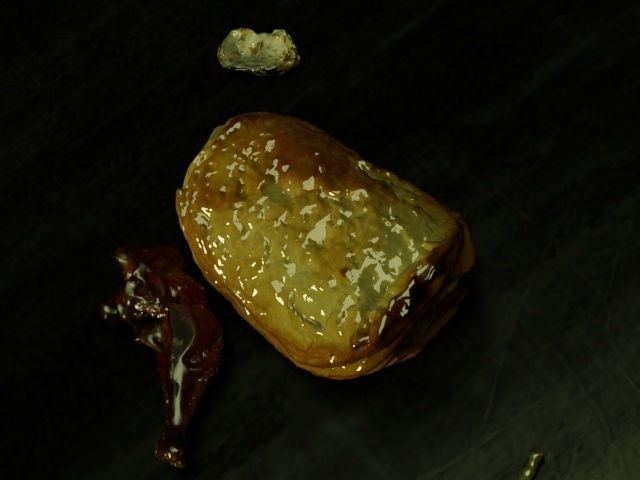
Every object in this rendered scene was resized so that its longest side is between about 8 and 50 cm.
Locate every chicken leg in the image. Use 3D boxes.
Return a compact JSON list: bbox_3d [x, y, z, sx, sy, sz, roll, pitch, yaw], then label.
[{"bbox_3d":[-0.123,0.083,1.124,0.089,0.048,0.219,-29,56,2],"label":"chicken leg"}]

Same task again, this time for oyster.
[{"bbox_3d":[-0.055,-0.173,1.276,0.083,0.019,0.054,10,62,24],"label":"oyster"}]

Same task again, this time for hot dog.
[{"bbox_3d":[0.002,0.002,1.099,0.175,0.114,0.259,-47,56,-8],"label":"hot dog"}]

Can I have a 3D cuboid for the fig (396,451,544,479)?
[{"bbox_3d":[0.093,0.196,0.967,0.166,0.093,0.093,-28,56,-2],"label":"fig"}]
